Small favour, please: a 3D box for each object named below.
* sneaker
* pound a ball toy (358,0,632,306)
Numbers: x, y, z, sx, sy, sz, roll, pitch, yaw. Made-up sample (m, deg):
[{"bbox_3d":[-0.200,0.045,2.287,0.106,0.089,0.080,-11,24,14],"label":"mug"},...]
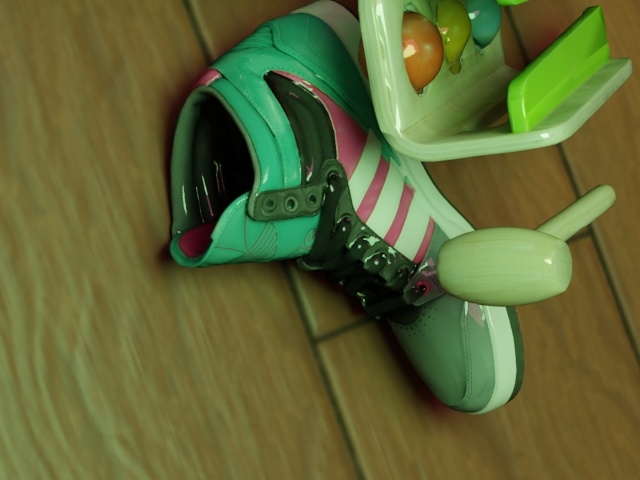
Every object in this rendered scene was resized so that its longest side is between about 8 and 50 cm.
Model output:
[{"bbox_3d":[0.000,0.000,1.145,0.178,0.124,0.295,-24,83,-35],"label":"sneaker"},{"bbox_3d":[0.109,-0.096,1.152,0.319,0.135,0.208,-39,122,-65],"label":"pound a ball toy"}]
